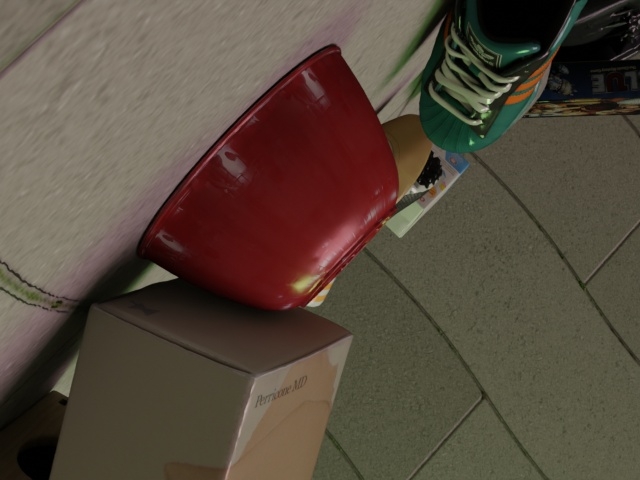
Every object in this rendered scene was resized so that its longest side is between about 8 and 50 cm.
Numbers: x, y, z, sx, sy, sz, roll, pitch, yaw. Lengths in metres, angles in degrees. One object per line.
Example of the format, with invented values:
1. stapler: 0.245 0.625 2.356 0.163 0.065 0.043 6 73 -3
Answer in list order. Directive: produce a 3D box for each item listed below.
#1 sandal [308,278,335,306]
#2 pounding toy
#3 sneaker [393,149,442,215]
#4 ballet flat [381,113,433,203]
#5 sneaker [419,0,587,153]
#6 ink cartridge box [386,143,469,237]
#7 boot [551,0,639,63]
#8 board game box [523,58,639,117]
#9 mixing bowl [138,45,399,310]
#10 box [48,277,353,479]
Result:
1. sandal: -0.032 0.067 1.850 0.265 0.076 0.102 -48 176 25
2. pounding toy: -0.184 0.161 0.975 0.206 0.094 0.181 -42 155 -57
3. sneaker: 0.072 -0.056 1.745 0.106 0.078 0.234 -46 174 40
4. ballet flat: 0.020 -0.041 1.312 0.232 0.080 0.073 -49 147 -1
5. sneaker: 0.140 -0.167 1.087 0.121 0.108 0.302 -42 167 -41
6. ink cartridge box: 0.132 -0.083 1.985 0.143 0.092 0.090 -45 176 -35
7. boot: 0.363 -0.315 1.357 0.367 0.146 0.445 -40 170 6
8. board game box: 0.235 -0.160 1.452 0.243 0.042 0.165 -2 179 5
9. mixing bowl: -0.017 -0.022 0.844 0.181 0.098 0.181 -46 176 -4
10. box: -0.097 0.189 0.879 0.148 0.121 0.311 -18 127 -61
